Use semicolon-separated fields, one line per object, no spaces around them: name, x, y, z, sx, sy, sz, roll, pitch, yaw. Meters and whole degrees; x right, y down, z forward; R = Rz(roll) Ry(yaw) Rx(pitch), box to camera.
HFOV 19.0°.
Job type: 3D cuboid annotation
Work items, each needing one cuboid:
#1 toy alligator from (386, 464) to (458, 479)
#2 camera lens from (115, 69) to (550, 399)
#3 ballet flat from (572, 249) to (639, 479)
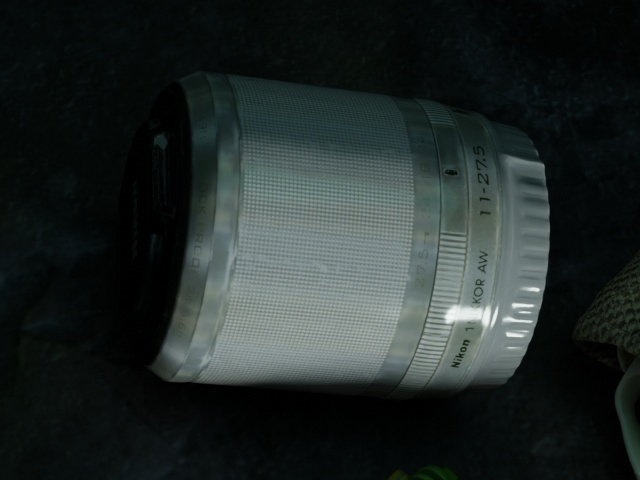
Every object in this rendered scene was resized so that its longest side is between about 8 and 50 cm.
toy alligator;0.044;0.205;1.326;0.056;0.051;0.189;40;49;15
camera lens;0.000;0.000;1.371;0.274;0.219;0.219;6;50;-16
ballet flat;0.350;0.198;1.379;0.182;0.164;0.483;-40;57;3
